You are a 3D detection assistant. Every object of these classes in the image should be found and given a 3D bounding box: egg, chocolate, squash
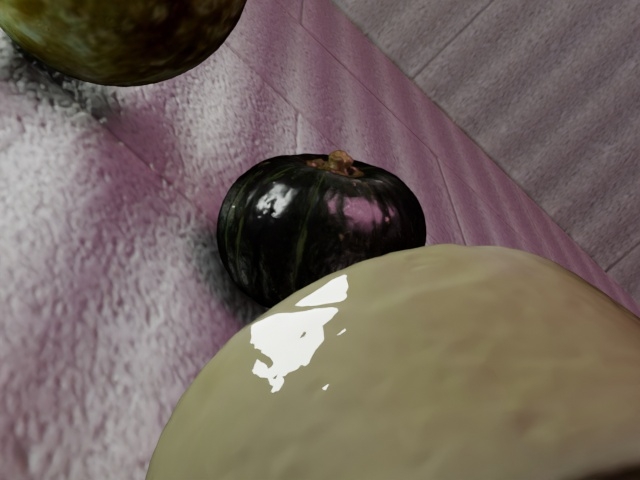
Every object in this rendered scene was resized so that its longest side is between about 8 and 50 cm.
[{"bbox_3d":[-0.188,-0.258,1.030,0.238,0.238,0.289,50,19,12],"label":"egg"},{"bbox_3d":[0.065,0.144,0.523,0.314,0.326,0.297,-1,42,-24],"label":"chocolate"},{"bbox_3d":[0.001,-0.005,1.030,0.193,0.156,0.193,9,-6,1],"label":"squash"}]
